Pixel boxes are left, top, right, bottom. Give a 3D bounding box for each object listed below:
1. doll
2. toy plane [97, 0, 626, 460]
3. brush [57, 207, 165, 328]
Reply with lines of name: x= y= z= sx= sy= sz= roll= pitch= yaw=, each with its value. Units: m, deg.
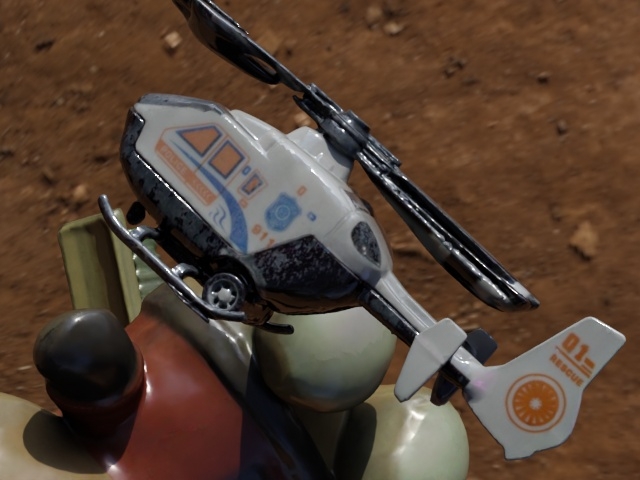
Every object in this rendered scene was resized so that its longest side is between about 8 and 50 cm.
doll: x=-0.101 y=0.124 z=0.790 sx=0.330 sy=0.174 sz=0.235 roll=-34 pitch=126 yaw=-12
toy plane: x=0.000 y=0.001 z=0.520 sx=0.197 sy=0.053 sz=0.078 roll=41 pitch=96 yaw=19
brush: x=-0.107 y=0.121 z=1.012 sx=0.048 sy=0.054 sz=0.282 roll=-5 pitch=83 yaw=-52
